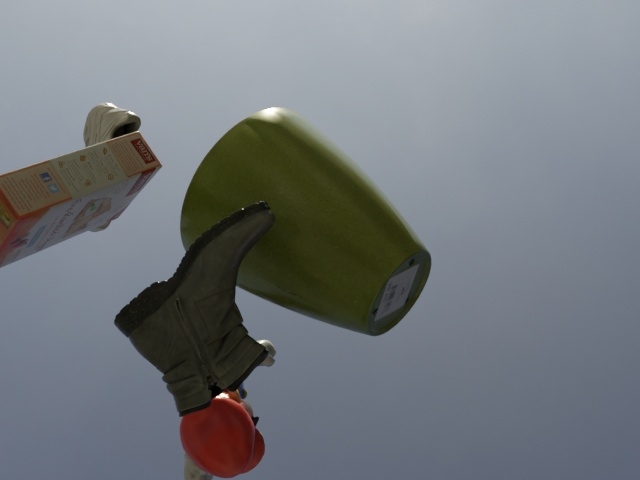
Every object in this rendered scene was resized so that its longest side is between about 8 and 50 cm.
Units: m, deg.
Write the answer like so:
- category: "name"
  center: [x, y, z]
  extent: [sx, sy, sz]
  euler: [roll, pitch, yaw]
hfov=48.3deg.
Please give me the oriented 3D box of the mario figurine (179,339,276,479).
- category: "mario figurine"
  center: [-0.153, 0.284, 1.200]
  extent: [0.170, 0.320, 0.198]
  euler: [-2, -67, -12]

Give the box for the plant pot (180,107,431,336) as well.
- category: "plant pot"
  center: [0.000, 0.000, 1.013]
  extent: [0.293, 0.275, 0.275]
  euler: [36, -93, 29]

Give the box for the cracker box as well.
- category: "cracker box"
  center: [-0.344, -0.053, 0.955]
  extent: [0.155, 0.232, 0.067]
  euler: [-38, -93, 42]

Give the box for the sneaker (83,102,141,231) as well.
- category: "sneaker"
  center: [-0.373, -0.126, 1.258]
  extent: [0.115, 0.090, 0.232]
  euler: [13, -84, 39]

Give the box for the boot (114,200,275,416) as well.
- category: "boot"
  center: [-0.112, 0.084, 0.859]
  extent: [0.246, 0.083, 0.161]
  euler: [-43, -98, 3]
